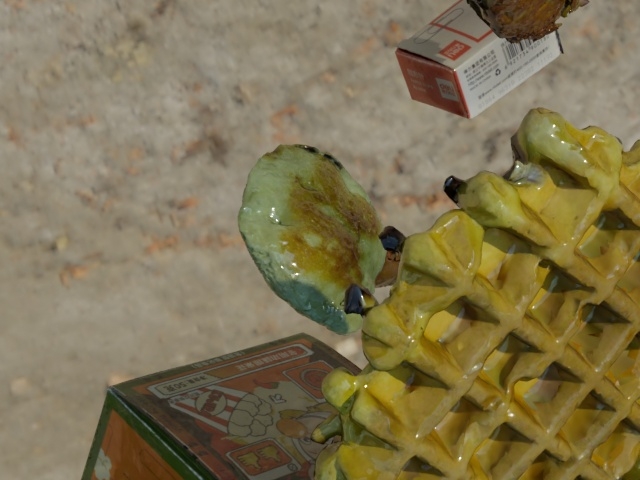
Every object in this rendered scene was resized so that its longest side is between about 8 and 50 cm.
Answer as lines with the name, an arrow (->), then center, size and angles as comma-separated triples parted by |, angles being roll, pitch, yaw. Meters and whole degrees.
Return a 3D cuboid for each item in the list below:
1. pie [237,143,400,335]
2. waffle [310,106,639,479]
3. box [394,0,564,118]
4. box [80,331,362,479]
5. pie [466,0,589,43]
pie -> -0.006, -0.006, 1.969 | 0.105, 0.274, 0.257 | -27, 100, 31
waffle -> 0.132, 0.079, 0.857 | 0.329, 0.062, 0.329 | -17, 125, -26
box -> 0.213, -0.260, 2.007 | 0.182, 0.133, 0.099 | -36, 127, -19
box -> -0.041, 0.180, 1.047 | 0.195, 0.177, 0.148 | -12, 132, -45
pie -> 0.252, -0.353, 1.621 | 0.308, 0.085, 0.308 | -39, 141, -41
